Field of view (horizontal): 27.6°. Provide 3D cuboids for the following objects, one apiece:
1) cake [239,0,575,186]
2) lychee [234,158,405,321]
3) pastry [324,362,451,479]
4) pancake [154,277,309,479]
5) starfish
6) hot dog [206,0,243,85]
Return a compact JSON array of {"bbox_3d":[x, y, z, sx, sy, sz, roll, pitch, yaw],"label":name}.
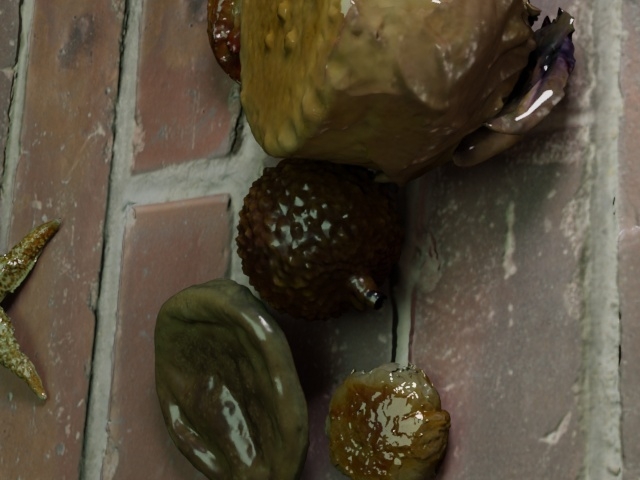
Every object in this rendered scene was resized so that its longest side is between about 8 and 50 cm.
[{"bbox_3d":[0.102,-0.229,1.413,0.332,0.321,0.332,-174,90,-68],"label":"cake"},{"bbox_3d":[0.000,0.000,1.494,0.200,0.200,0.238,-52,48,17],"label":"lychee"},{"bbox_3d":[0.074,0.211,1.448,0.153,0.081,0.153,-12,69,33],"label":"pastry"},{"bbox_3d":[-0.118,0.177,1.583,0.294,0.050,0.294,19,115,48],"label":"pancake"},{"bbox_3d":[-0.495,0.098,1.940,0.358,0.078,0.347,39,101,38],"label":"starfish"},{"bbox_3d":[-0.063,-0.303,1.678,0.160,0.099,0.226,24,97,40],"label":"hot dog"}]
